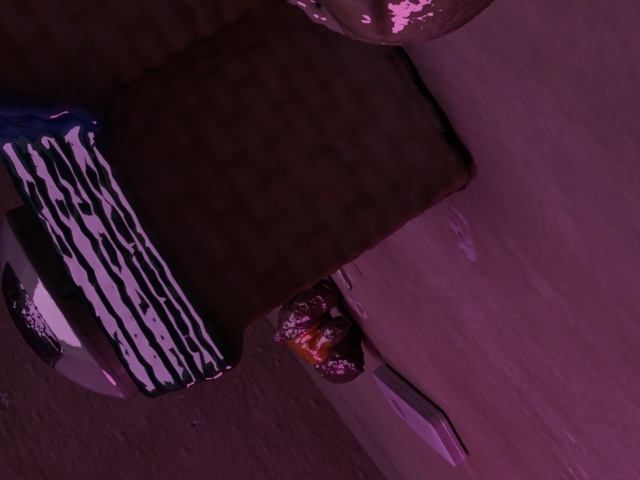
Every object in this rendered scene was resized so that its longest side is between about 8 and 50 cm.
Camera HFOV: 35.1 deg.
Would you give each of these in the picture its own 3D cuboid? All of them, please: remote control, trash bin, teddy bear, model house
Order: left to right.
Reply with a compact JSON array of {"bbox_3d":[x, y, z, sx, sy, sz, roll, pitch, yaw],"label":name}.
[{"bbox_3d":[-0.165,-0.111,0.913,0.445,0.400,0.395,56,168,-5],"label":"model house"},{"bbox_3d":[-0.193,0.002,1.298,0.280,0.432,0.280,54,170,14],"label":"trash bin"},{"bbox_3d":[0.005,0.174,1.822,0.190,0.140,0.177,48,168,-4],"label":"teddy bear"},{"bbox_3d":[0.162,0.289,1.698,0.103,0.034,0.250,59,169,-20],"label":"remote control"}]

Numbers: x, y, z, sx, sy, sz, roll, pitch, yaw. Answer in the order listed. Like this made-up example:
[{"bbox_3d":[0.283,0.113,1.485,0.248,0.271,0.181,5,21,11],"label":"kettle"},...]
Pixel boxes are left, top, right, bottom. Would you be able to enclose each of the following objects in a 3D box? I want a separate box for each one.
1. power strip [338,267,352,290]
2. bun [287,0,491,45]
[{"bbox_3d":[0.000,0.000,1.509,0.175,0.042,0.075,56,169,0],"label":"power strip"},{"bbox_3d":[0.005,-0.205,0.497,0.239,0.141,0.239,54,174,9],"label":"bun"}]
